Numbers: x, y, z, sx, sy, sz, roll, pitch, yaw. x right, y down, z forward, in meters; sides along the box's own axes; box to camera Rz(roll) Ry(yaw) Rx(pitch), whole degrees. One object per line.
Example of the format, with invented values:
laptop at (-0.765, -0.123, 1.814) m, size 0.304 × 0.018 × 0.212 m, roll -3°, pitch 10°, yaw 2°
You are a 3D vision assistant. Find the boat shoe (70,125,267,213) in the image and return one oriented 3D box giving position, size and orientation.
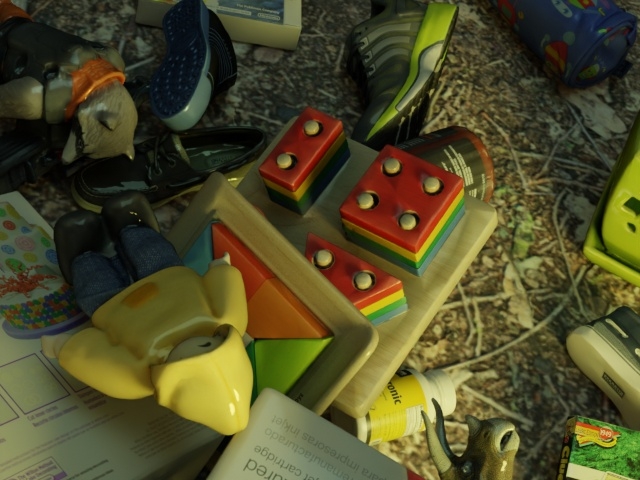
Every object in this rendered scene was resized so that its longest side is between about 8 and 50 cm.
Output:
boat shoe at (-0.161, -0.087, 1.305) m, size 0.223 × 0.073 × 0.080 m, roll -12°, pitch 58°, yaw -25°

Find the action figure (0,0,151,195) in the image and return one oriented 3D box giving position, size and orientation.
action figure at (-0.342, -0.160, 1.245) m, size 0.330 × 0.178 × 0.341 m, roll 26°, pitch 46°, yaw 16°

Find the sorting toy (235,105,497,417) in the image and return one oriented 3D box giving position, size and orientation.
sorting toy at (0.000, 0.000, 1.189) m, size 0.257 × 0.089 × 0.255 m, roll 28°, pitch 68°, yaw 25°

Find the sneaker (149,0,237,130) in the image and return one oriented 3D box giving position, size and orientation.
sneaker at (-0.135, -0.188, 1.363) m, size 0.090 × 0.081 × 0.232 m, roll 50°, pitch 26°, yaw -35°

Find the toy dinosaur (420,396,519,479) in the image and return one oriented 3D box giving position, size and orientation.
toy dinosaur at (0.092, 0.285, 0.835) m, size 0.160 × 0.121 × 0.313 m, roll 21°, pitch 63°, yaw 8°

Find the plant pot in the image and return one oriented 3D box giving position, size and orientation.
plant pot at (0.439, -0.050, 1.381) m, size 0.227 × 0.207 × 0.228 m, roll 27°, pitch 51°, yaw 5°

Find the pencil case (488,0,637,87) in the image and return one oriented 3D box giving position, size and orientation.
pencil case at (0.302, -0.341, 1.618) m, size 0.133 × 0.119 × 0.306 m, roll -35°, pitch 67°, yaw -4°

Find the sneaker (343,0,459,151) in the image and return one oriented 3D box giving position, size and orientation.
sneaker at (0.078, -0.198, 1.463) m, size 0.121 × 0.111 × 0.300 m, roll 16°, pitch 44°, yaw 8°

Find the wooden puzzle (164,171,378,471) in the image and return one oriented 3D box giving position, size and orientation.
wooden puzzle at (-0.090, 0.090, 1.109) m, size 0.238 × 0.221 × 0.044 m, roll 46°, pitch 21°, yaw 21°

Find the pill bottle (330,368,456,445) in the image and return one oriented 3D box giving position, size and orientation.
pill bottle at (0.073, 0.164, 1.191) m, size 0.116 × 0.065 × 0.065 m, roll -11°, pitch 57°, yaw -26°

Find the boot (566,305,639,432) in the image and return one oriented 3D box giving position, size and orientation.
boot at (0.357, 0.152, 1.285) m, size 0.086 × 0.069 × 0.190 m, roll -25°, pitch 63°, yaw -25°

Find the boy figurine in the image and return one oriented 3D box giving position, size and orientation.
boy figurine at (-0.142, 0.066, 0.992) m, size 0.177 × 0.092 × 0.285 m, roll -21°, pitch 34°, yaw -16°

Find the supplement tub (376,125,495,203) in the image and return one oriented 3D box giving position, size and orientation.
supplement tub at (0.092, -0.056, 1.341) m, size 0.198 × 0.106 × 0.106 m, roll -20°, pitch 62°, yaw -29°

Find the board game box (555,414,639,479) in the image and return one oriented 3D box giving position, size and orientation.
board game box at (0.358, 0.270, 1.189) m, size 0.260 × 0.030 × 0.136 m, roll 15°, pitch 73°, yaw -6°

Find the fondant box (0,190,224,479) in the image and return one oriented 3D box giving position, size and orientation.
fondant box at (-0.276, 0.116, 1.055) m, size 0.330 × 0.096 × 0.238 m, roll 46°, pitch 34°, yaw 17°

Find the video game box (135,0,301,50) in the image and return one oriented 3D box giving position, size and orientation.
video game box at (-0.125, -0.336, 1.530) m, size 0.205 × 0.048 × 0.187 m, roll 8°, pitch 49°, yaw -12°

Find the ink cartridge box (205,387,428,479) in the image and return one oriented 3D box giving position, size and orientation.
ink cartridge box at (-0.029, 0.354, 0.904) m, size 0.279 × 0.160 × 0.384 m, roll 31°, pitch 59°, yaw 2°
